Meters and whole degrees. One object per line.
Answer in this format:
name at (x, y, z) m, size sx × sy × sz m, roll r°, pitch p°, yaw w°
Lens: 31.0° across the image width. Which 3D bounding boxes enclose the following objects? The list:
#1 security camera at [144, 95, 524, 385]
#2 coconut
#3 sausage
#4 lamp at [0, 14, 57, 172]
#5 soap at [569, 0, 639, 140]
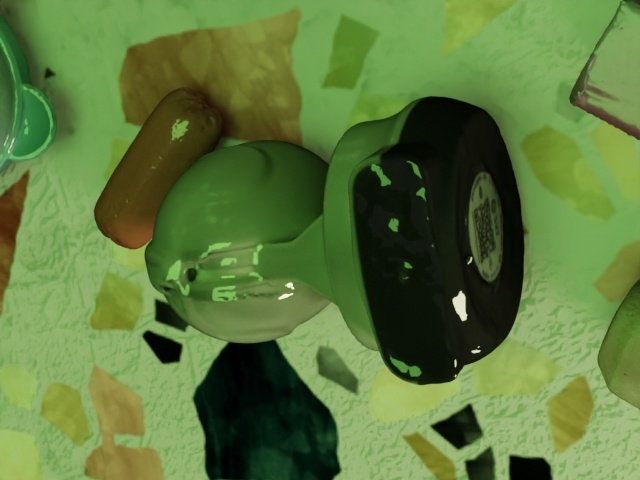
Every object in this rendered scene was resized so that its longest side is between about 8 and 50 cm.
security camera at (0.000, 0.000, 0.885) m, size 0.277 × 0.191 × 0.197 m, roll -4°, pitch 108°, yaw 25°
coconut at (0.273, 0.084, 0.847) m, size 0.124 × 0.110 × 0.110 m, roll 27°, pitch 112°, yaw 20°
sausage at (-0.139, -0.061, 0.989) m, size 0.062 × 0.062 × 0.154 m, roll 41°, pitch 115°, yaw 7°
lamp at (-0.387, -0.123, 1.022) m, size 0.284 × 0.147 × 0.209 m, roll -16°, pitch 100°, yaw 25°
soap at (0.302, -0.072, 0.753) m, size 0.259 × 0.181 × 0.081 m, roll 31°, pitch 113°, yaw 10°
